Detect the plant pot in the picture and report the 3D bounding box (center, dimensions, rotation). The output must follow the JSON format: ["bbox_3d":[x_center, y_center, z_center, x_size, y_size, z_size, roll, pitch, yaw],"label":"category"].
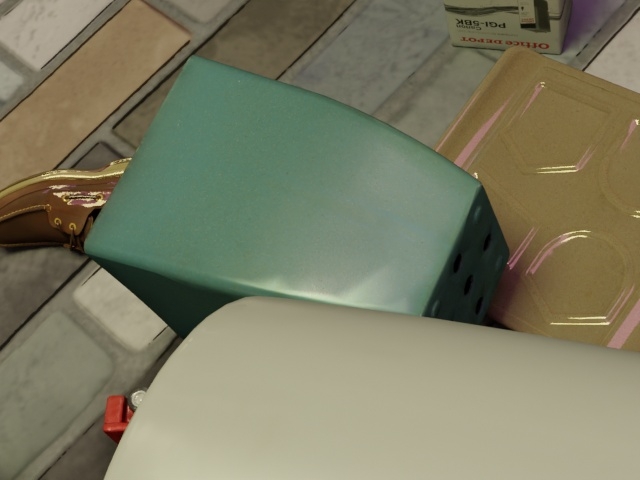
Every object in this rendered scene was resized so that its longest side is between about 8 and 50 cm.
[{"bbox_3d":[0.000,0.000,0.759,0.234,0.165,0.165,15,69,28],"label":"plant pot"}]

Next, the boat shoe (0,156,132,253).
[{"bbox_3d":[-0.198,-0.022,0.896,0.178,0.064,0.060,-12,58,4],"label":"boat shoe"}]

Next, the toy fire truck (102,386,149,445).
[{"bbox_3d":[-0.112,0.175,0.777,0.192,0.047,0.135,-4,61,10],"label":"toy fire truck"}]

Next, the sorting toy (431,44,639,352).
[{"bbox_3d":[0.159,0.013,0.812,0.229,0.041,0.307,31,79,29],"label":"sorting toy"}]

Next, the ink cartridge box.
[{"bbox_3d":[0.151,-0.214,0.878,0.099,0.135,0.056,8,67,18],"label":"ink cartridge box"}]

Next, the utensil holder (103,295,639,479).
[{"bbox_3d":[0.114,0.205,0.553,0.386,0.327,0.327,10,64,21],"label":"utensil holder"}]
